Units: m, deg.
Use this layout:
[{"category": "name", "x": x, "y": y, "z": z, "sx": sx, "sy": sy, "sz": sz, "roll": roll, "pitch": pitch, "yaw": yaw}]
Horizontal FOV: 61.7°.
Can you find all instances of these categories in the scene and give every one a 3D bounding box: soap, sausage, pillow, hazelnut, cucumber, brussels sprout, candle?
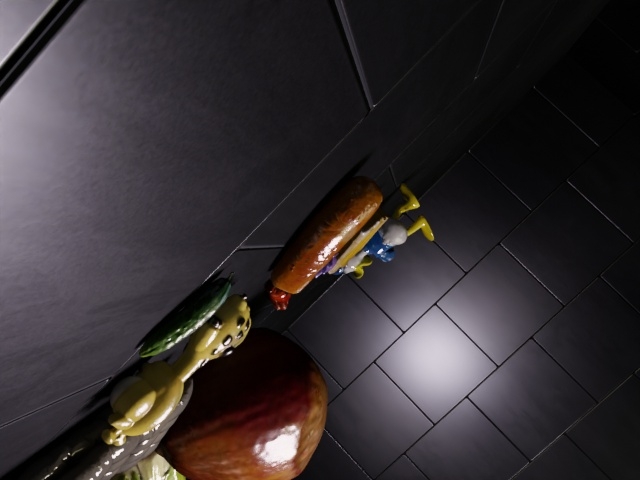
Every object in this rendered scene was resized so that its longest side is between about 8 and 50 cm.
[{"category": "soap", "x": 0.088, "y": -0.016, "z": 1.379, "sx": 0.140, "sy": 0.073, "sz": 0.232, "roll": -41, "pitch": 172, "yaw": -34}, {"category": "sausage", "x": -0.001, "y": 0.002, "z": 0.970, "sx": 0.302, "sy": 0.076, "sz": 0.103, "roll": -48, "pitch": 180, "yaw": 37}, {"category": "pillow", "x": -0.371, "y": 0.363, "z": 0.897, "sx": 0.228, "sy": 0.101, "sz": 0.326, "roll": -51, "pitch": 172, "yaw": 36}, {"category": "hazelnut", "x": -0.184, "y": 0.398, "z": 1.253, "sx": 0.421, "sy": 0.352, "sz": 0.421, "roll": -10, "pitch": 158, "yaw": -4}, {"category": "cucumber", "x": -0.175, "y": 0.103, "z": 0.729, "sx": 0.168, "sy": 0.039, "sz": 0.039, "roll": -41, "pitch": 172, "yaw": -13}, {"category": "brussels sprout", "x": -0.457, "y": 0.602, "z": 1.364, "sx": 0.210, "sy": 0.220, "sz": 0.271, "roll": -20, "pitch": 136, "yaw": -51}, {"category": "candle", "x": -0.098, "y": 0.135, "z": 1.292, "sx": 0.048, "sy": 0.051, "sz": 0.329, "roll": -40, "pitch": 172, "yaw": -10}]

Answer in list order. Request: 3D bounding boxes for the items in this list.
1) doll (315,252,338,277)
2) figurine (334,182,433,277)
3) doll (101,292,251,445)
[{"category": "doll", "x": -0.018, "y": 0.054, "z": 1.250, "sx": 0.110, "sy": 0.067, "sz": 0.206, "roll": -32, "pitch": 167, "yaw": 24}, {"category": "figurine", "x": 0.161, "y": -0.001, "z": 1.735, "sx": 0.338, "sy": 0.204, "sz": 0.283, "roll": -31, "pitch": 178, "yaw": -7}, {"category": "doll", "x": -0.216, "y": 0.194, "z": 0.829, "sx": 0.291, "sy": 0.086, "sz": 0.117, "roll": -45, "pitch": 159, "yaw": -15}]
